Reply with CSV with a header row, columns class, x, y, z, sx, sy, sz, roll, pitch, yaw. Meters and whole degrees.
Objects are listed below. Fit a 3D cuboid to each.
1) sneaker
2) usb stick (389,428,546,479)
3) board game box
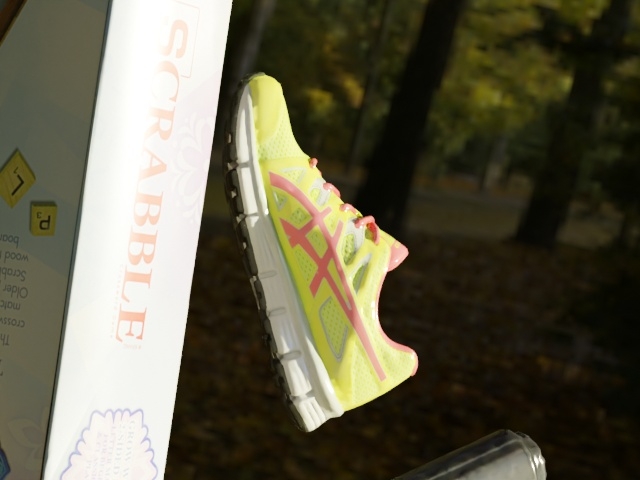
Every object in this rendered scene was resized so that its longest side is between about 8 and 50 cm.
class,x,y,z,sx,sy,sz,roll,pitch,yaw
sneaker,0.000,0.000,1.108,0.094,0.208,0.081,-15,-1,-6
usb stick,0.019,0.190,1.128,0.278,0.077,0.045,-21,24,-28
board game box,-0.179,-0.057,0.703,0.318,0.318,0.066,9,0,35
